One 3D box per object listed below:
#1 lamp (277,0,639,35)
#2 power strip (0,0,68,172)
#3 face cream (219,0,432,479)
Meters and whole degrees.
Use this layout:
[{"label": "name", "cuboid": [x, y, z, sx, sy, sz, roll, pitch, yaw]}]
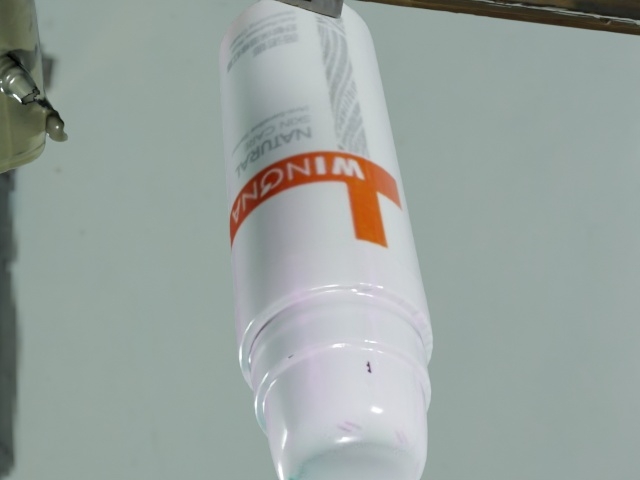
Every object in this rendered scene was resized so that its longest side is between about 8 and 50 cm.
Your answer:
[{"label": "lamp", "cuboid": [0.145, -0.091, 0.495, 0.325, 0.090, 0.089, 9, 94, 16]}, {"label": "power strip", "cuboid": [-0.111, -0.082, 0.450, 0.169, 0.028, 0.076, 48, 149, 40]}, {"label": "face cream", "cuboid": [0.000, 0.000, 0.939, 0.102, 0.102, 0.346, -51, 29, 30]}]
